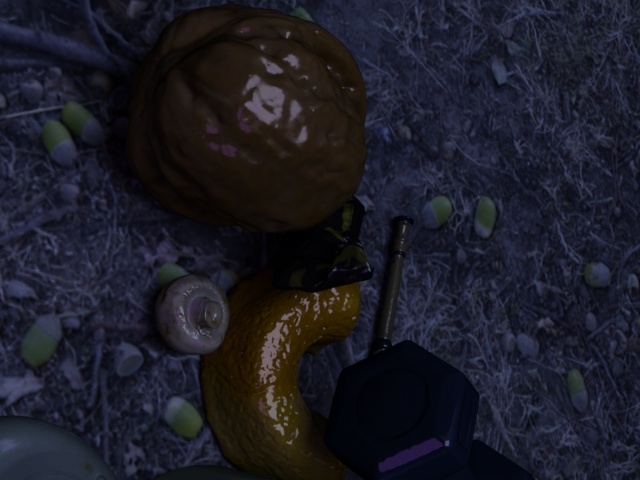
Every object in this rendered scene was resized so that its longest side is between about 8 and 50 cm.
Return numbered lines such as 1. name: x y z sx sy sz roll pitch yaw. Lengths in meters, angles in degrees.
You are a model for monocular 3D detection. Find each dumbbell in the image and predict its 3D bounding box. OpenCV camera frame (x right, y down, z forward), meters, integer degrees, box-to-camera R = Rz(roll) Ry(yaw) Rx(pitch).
1. dumbbell: 0.126 0.241 1.627 0.325 0.160 0.144 56 10 -49

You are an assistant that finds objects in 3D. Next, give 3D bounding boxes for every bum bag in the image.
1. bum bag: 0.000 0.000 1.613 0.107 0.232 0.060 -8 109 0

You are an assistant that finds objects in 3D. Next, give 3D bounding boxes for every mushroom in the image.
1. mushroom: -0.127 0.076 1.563 0.084 0.067 0.083 5 83 -45

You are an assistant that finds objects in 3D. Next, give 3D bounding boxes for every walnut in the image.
1. walnut: -0.068 -0.115 1.550 0.257 0.224 0.257 -14 127 -19

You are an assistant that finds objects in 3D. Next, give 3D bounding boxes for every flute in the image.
1. flute: 0.077 0.083 1.763 0.027 0.027 0.233 24 68 -35

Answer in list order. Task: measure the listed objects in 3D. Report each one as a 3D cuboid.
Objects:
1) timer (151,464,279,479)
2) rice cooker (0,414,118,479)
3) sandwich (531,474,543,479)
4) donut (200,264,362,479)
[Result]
1. timer: -0.025 0.350 1.440 0.291 0.315 0.290 10 75 -39
2. rice cooker: -0.312 0.282 1.236 0.288 0.277 0.288 20 66 -55
3. sandwich: 0.243 0.329 1.872 0.116 0.074 0.074 26 63 1
4. donut: -0.045 0.141 1.611 0.152 0.101 0.259 9 81 -33
